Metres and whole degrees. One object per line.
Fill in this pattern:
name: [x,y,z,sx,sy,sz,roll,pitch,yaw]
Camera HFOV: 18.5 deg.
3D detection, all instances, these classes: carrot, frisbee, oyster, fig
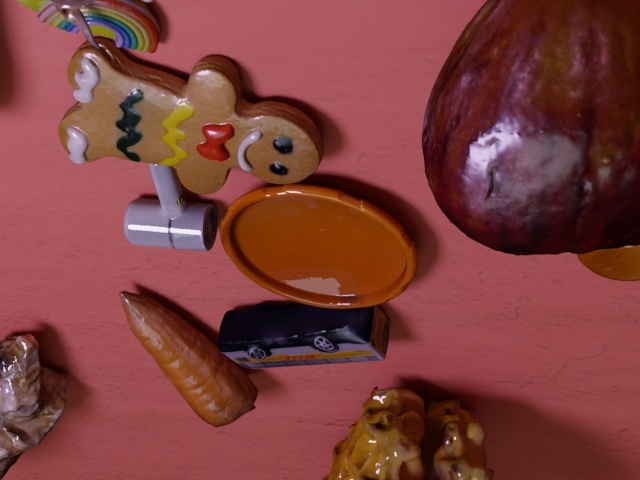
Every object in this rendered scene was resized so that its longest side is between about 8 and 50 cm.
carrot: [-0.151,0.117,2.075,0.072,0.072,0.205,-15,132,36]
frisbee: [0.000,0.000,1.867,0.192,0.035,0.192,9,146,6]
oyster: [-0.376,0.208,2.237,0.110,0.166,0.341,34,126,-13]
fig: [0.188,-0.093,1.509,0.224,0.224,0.263,6,146,12]

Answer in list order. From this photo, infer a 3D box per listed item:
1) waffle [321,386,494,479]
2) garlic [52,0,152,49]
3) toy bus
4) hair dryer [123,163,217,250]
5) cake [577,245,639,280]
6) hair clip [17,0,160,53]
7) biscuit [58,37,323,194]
waffle: [0.076,0.300,2.083,0.151,0.261,0.324,13,150,-12]
garlic: [-0.193,-0.220,1.543,0.128,0.090,0.198,48,155,-8]
toy bus: [-0.016,0.096,1.999,0.172,0.057,0.072,-6,151,28]
hair dryer: [-0.149,-0.045,1.853,0.082,0.047,0.137,6,140,14]
cake: [0.271,0.002,1.763,0.084,0.044,0.084,9,148,6]
hair clip: [-0.217,-0.207,1.645,0.188,0.033,0.060,23,143,-14]
biscuit: [-0.116,-0.099,1.742,0.240,0.035,0.158,12,138,4]
